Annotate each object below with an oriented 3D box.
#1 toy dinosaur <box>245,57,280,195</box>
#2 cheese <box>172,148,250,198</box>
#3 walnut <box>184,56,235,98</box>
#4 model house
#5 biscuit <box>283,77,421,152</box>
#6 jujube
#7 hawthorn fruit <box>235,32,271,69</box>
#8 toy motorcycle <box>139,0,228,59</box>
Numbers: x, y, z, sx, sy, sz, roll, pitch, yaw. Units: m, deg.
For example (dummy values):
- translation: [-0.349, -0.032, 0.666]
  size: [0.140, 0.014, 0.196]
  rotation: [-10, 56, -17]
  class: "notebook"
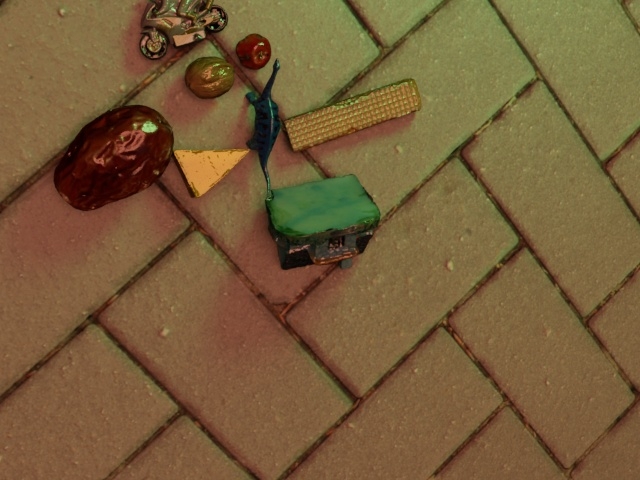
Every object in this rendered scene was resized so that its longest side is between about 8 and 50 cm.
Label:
- translation: [-0.134, -0.287, 1.829]
  size: [0.076, 0.144, 0.329]
  rotation: [0, 110, -21]
  class: "toy dinosaur"
- translation: [-0.258, -0.192, 1.812]
  size: [0.171, 0.093, 0.126]
  rotation: [-25, 101, -13]
  class: "cheese"
- translation: [-0.263, -0.391, 1.784]
  size: [0.124, 0.105, 0.105]
  rotation: [-26, 103, -17]
  class: "walnut"
- translation: [0.000, 0.000, 1.871]
  size: [0.261, 0.226, 0.241]
  rotation: [-11, 130, -14]
  class: "model house"
- translation: [0.086, -0.323, 1.920]
  size: [0.379, 0.054, 0.094]
  rotation: [-21, 104, -14]
  class: "biscuit"
- translation: [-0.469, -0.187, 1.705]
  size: [0.290, 0.197, 0.197]
  rotation: [-36, 106, 6]
  class: "jujube"
- translation: [-0.159, -0.458, 1.811]
  size: [0.093, 0.093, 0.093]
  rotation: [-2, 97, -17]
  class: "hawthorn fruit"
- translation: [-0.340, -0.530, 1.756]
  size: [0.225, 0.073, 0.152]
  rotation: [-28, 101, -11]
  class: "toy motorcycle"
